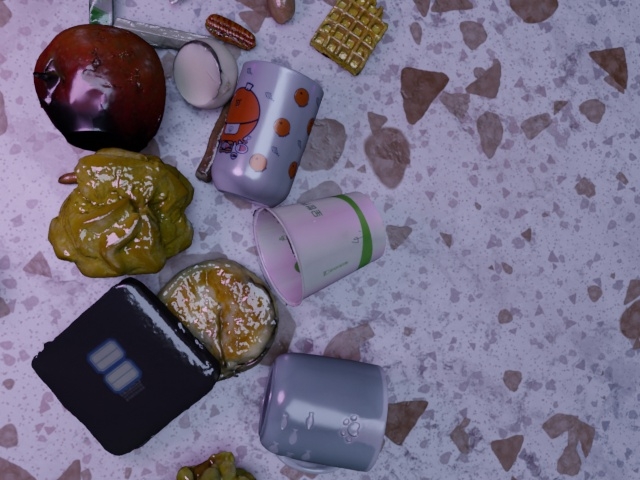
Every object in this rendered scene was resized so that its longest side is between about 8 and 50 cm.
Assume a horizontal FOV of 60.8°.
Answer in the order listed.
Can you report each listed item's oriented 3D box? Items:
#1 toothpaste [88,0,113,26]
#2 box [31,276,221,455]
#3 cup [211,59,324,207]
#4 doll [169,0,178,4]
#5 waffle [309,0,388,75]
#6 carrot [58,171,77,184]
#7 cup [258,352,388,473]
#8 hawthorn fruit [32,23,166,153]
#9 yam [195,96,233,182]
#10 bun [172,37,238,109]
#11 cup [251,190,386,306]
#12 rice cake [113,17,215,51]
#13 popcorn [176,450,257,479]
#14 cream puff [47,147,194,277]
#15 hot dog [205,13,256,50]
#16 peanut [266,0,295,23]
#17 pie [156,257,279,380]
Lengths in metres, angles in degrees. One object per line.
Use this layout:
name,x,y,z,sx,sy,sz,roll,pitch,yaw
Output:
toothpaste,-0.545,-0.601,1.355,0.078,0.047,0.248,6,105,-1
box,-0.468,0.308,1.324,0.359,0.091,0.350,-40,97,10
cup,-0.138,-0.251,1.359,0.212,0.212,0.317,17,88,-8
doll,-0.418,-0.810,1.351,0.423,0.161,0.348,26,102,-5
waffle,0.093,-0.575,1.476,0.160,0.055,0.211,34,83,-6
carrot,-0.563,-0.156,1.374,0.191,0.047,0.047,0,89,-8
cup,-0.016,0.454,1.371,0.274,0.259,0.356,13,118,-7
hawthorn fruit,-0.499,-0.343,1.271,0.316,0.316,0.316,0,89,-9
yam,-0.262,-0.264,1.417,0.057,0.057,0.241,22,87,-8
bun,-0.279,-0.421,1.380,0.173,0.120,0.173,10,111,27
cup,0.000,0.000,1.352,0.274,0.253,0.253,-21,93,-24
rice cake,-0.401,-0.520,1.402,0.256,0.052,0.057,9,119,-8
popcorn,-0.269,0.657,1.342,0.256,0.195,0.255,-5,100,-8
cream puff,-0.455,-0.061,1.248,0.323,0.274,0.270,1,132,-13
hot dog,-0.234,-0.545,1.432,0.144,0.038,0.062,25,85,-8
peanut,-0.106,-0.648,1.437,0.076,0.076,0.152,-8,95,-9
pie,-0.274,0.210,1.399,0.339,0.077,0.339,0,92,-2
